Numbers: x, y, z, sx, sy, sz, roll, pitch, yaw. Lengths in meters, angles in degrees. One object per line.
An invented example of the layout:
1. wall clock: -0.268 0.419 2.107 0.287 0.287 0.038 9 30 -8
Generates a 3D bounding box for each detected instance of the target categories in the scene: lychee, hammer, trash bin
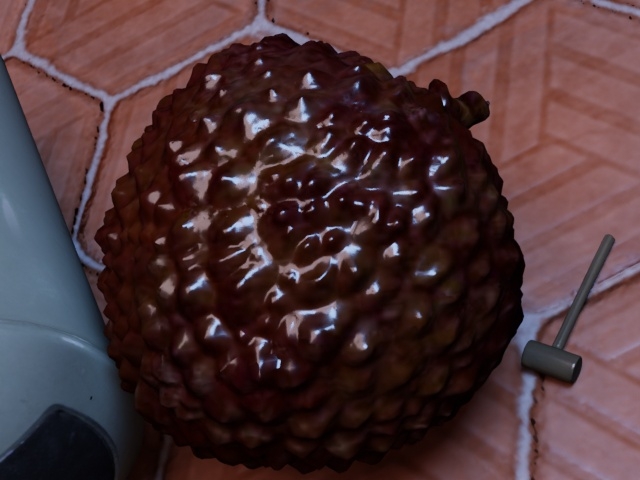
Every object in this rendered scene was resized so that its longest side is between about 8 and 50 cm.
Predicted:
1. lychee: 0.000 0.000 0.650 0.264 0.264 0.300 32 67 32
2. hammer: 0.171 0.042 0.711 0.035 0.019 0.110 19 65 29
3. trash bin: -0.296 0.041 0.738 0.280 0.280 0.432 -30 52 3
